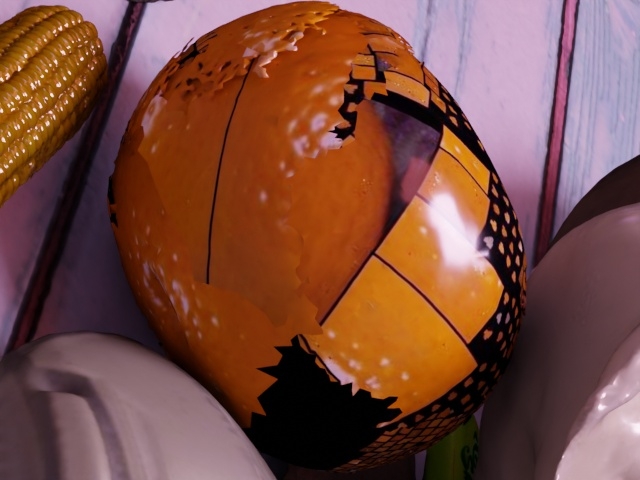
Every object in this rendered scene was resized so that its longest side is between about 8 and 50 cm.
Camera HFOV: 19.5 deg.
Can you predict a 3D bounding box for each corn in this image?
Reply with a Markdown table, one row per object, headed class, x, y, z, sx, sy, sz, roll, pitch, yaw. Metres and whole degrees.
| class | x | y | z | sx | sy | sz | roll | pitch | yaw |
| --- | --- | --- | --- | --- | --- | --- | --- | --- | --- |
| corn | -0.158 | -0.049 | 0.863 | 0.068 | 0.068 | 0.207 | 58 | 32 | -15 |

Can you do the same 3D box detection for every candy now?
| class | x | y | z | sx | sy | sz | roll | pitch | yaw |
| --- | --- | --- | --- | --- | --- | --- | --- | --- | --- |
| candy | 0.077 | 0.183 | 1.069 | 0.102 | 0.032 | 0.178 | 65 | 25 | -54 |

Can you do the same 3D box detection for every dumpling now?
| class | x | y | z | sx | sy | sz | roll | pitch | yaw |
| --- | --- | --- | --- | --- | --- | --- | --- | --- | --- |
| dumpling | 0.148 | 0.135 | 0.939 | 0.233 | 0.395 | 0.315 | 34 | 26 | 26 |

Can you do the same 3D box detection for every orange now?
| class | x | y | z | sx | sy | sz | roll | pitch | yaw |
| --- | --- | --- | --- | --- | --- | --- | --- | --- | --- |
| orange | 0.000 | 0.000 | 0.919 | 0.182 | 0.234 | 0.234 | -16 | 84 | -23 |

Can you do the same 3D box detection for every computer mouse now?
| class | x | y | z | sx | sy | sz | roll | pitch | yaw |
| --- | --- | --- | --- | --- | --- | --- | --- | --- | --- |
| computer mouse | -0.073 | 0.221 | 0.765 | 0.228 | 0.145 | 0.429 | 35 | 46 | -43 |

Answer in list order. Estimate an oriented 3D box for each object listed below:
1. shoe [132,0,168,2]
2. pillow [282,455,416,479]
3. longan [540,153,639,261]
| class | x | y | z | sx | sy | sz | roll | pitch | yaw |
| --- | --- | --- | --- | --- | --- | --- | --- | --- | --- |
| shoe | -0.112 | -0.194 | 1.013 | 0.169 | 0.071 | 0.099 | 17 | 56 | -46 |
| pillow | 0.020 | 0.111 | 1.054 | 0.135 | 0.034 | 0.211 | 39 | 42 | -39 |
| longan | 0.278 | 0.078 | 1.207 | 0.297 | 0.297 | 0.297 | 31 | 48 | -42 |
